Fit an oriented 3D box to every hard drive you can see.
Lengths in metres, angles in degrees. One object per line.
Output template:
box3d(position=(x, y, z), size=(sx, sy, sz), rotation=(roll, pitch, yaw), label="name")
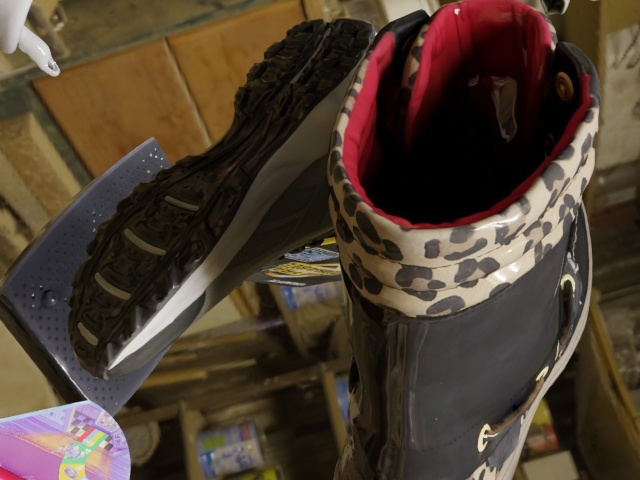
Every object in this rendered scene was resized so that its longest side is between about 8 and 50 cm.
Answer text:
box3d(position=(-0.196, 0.031, 0.806), size=(0.172, 0.054, 0.254), rotation=(61, 35, -25), label="hard drive")

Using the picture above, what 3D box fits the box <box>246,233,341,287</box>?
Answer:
box3d(position=(0.000, 0.000, 1.098), size=(0.322, 0.257, 0.079), rotation=(13, 67, -62), label="box")

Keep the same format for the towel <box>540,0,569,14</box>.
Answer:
box3d(position=(0.291, -0.434, 0.842), size=(0.324, 0.056, 0.312), rotation=(-56, 146, -26), label="towel")

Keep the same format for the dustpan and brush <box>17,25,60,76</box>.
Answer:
box3d(position=(-0.314, -0.241, 0.782), size=(0.211, 0.060, 0.147), rotation=(44, 41, -23), label="dustpan and brush")

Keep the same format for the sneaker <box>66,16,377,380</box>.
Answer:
box3d(position=(-0.040, -0.016, 0.520), size=(0.100, 0.271, 0.108), rotation=(26, -23, 45), label="sneaker")

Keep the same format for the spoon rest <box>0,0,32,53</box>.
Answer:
box3d(position=(-0.079, -0.212, 0.379), size=(0.137, 0.276, 0.084), rotation=(36, -14, -24), label="spoon rest")

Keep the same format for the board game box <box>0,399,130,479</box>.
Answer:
box3d(position=(-0.183, 0.164, 0.476), size=(0.033, 0.169, 0.133), rotation=(40, -52, 47), label="board game box")

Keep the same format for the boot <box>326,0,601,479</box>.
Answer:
box3d(position=(0.104, -0.015, 0.531), size=(0.377, 0.138, 0.284), rotation=(-55, 153, -38), label="boot")
